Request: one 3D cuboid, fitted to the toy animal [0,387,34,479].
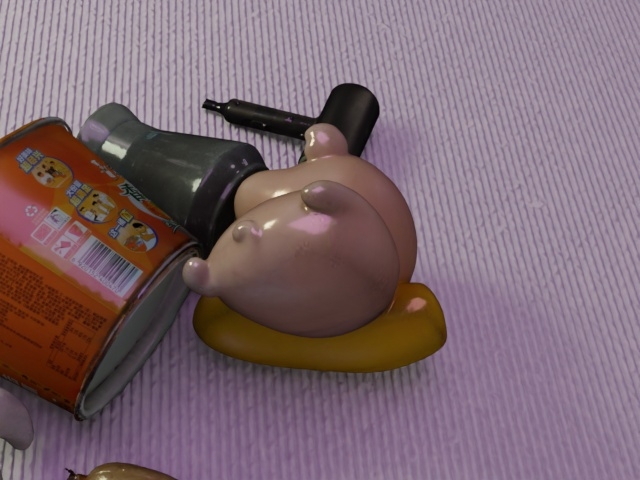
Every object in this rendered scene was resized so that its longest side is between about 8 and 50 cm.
[{"bbox_3d":[-0.456,0.207,0.899,0.309,0.247,0.183,-10,72,3],"label":"toy animal"}]

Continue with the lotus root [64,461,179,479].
[{"bbox_3d":[-0.198,0.270,0.984,0.150,0.062,0.073,11,46,0],"label":"lotus root"}]

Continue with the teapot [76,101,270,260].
[{"bbox_3d":[-0.181,-0.076,1.193,0.225,0.171,0.203,26,23,19],"label":"teapot"}]

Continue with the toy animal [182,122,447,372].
[{"bbox_3d":[-0.021,0.002,1.062,0.277,0.345,0.247,-11,61,25],"label":"toy animal"}]

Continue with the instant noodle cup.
[{"bbox_3d":[-0.277,0.044,1.021,0.214,0.296,0.296,33,56,5],"label":"instant noodle cup"}]

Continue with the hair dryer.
[{"bbox_3d":[-0.062,-0.145,1.316,0.248,0.078,0.196,14,53,14],"label":"hair dryer"}]
